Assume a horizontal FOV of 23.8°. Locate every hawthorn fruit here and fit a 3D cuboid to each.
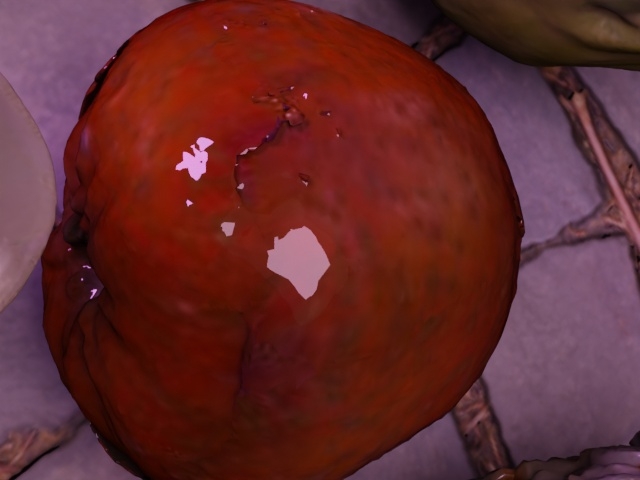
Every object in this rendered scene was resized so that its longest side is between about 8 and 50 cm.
[{"bbox_3d":[0.000,0.000,0.831,0.307,0.276,0.276,-12,92,-34],"label":"hawthorn fruit"}]

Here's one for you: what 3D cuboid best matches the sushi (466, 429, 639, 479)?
[{"bbox_3d":[0.180,0.293,0.882,0.417,0.176,0.417,-2,103,-7],"label":"sushi"}]

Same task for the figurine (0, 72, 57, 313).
[{"bbox_3d":[-0.265,-0.047,0.682,0.204,0.332,0.185,16,84,-34],"label":"figurine"}]

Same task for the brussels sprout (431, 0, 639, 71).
[{"bbox_3d":[0.174,-0.244,0.854,0.268,0.344,0.344,18,81,-41],"label":"brussels sprout"}]
